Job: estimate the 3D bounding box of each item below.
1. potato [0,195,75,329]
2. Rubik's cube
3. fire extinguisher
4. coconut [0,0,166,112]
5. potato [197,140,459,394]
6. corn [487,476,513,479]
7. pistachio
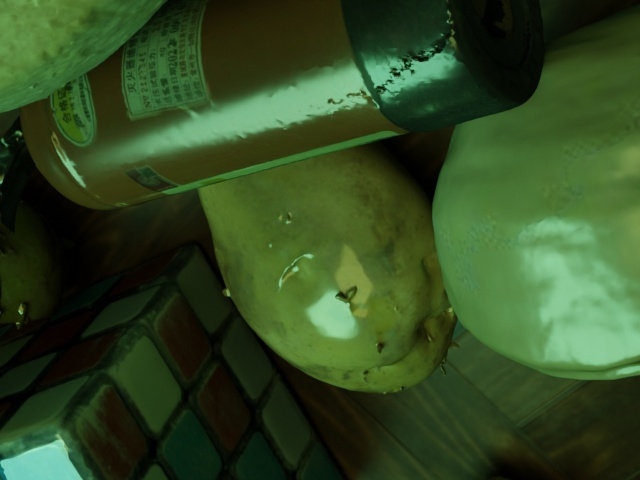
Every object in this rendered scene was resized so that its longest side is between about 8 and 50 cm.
[{"bbox_3d":[-0.241,0.010,0.885,0.172,0.089,0.100,3,96,54],"label":"potato"},{"bbox_3d":[-0.167,0.193,0.840,0.256,0.253,0.259,-21,106,25],"label":"Rubik's cube"},{"bbox_3d":[-0.056,-0.107,0.682,0.376,0.200,0.113,-13,121,32],"label":"fire extinguisher"},{"bbox_3d":[-0.219,-0.263,0.572,0.345,0.415,0.415,16,129,-37],"label":"coconut"},{"bbox_3d":[0.004,-0.002,0.758,0.161,0.128,0.234,-13,103,23],"label":"potato"},{"bbox_3d":[0.117,0.309,0.901,0.098,0.098,0.289,18,123,8],"label":"corn"},{"bbox_3d":[0.207,-0.035,0.627,0.332,0.226,0.208,-19,130,34],"label":"pistachio"}]
